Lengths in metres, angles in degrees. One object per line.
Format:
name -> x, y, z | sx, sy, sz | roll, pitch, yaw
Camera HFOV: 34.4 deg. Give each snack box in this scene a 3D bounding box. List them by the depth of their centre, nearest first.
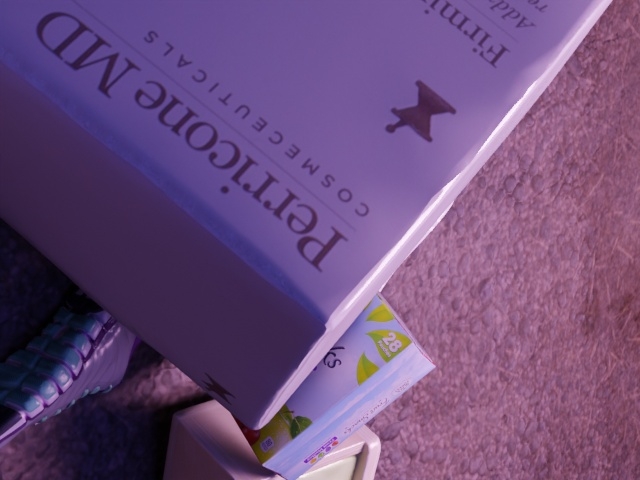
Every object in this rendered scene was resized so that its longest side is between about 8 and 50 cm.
snack box -> -0.022, 0.090, 0.976 | 0.174, 0.207, 0.070 | -39, 144, 3

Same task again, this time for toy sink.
toy sink -> -0.030, 0.242, 1.064 | 0.234, 0.131, 0.152 | -11, 124, -40

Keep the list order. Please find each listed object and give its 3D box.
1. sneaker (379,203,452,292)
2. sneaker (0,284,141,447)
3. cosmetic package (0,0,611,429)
sneaker -> 0.000, 0.000, 1.108 | 0.161, 0.102, 0.282 | 43, 75, -17
sneaker -> -0.225, 0.128, 0.933 | 0.223, 0.083, 0.098 | -48, 131, -24
cosmetic package -> -0.030, -0.126, 0.805 | 0.329, 0.327, 0.393 | 39, 67, 4
